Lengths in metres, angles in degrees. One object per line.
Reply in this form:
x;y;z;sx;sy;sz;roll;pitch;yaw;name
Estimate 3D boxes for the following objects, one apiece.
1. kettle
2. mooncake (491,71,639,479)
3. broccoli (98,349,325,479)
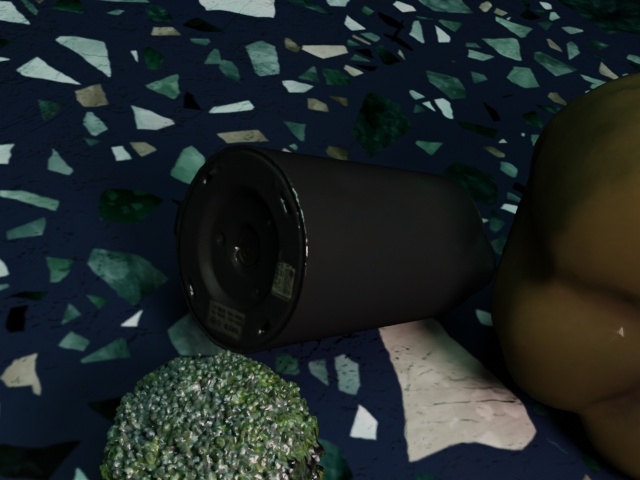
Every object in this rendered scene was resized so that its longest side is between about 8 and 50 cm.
0.004;0.014;0.926;0.308;0.262;0.203;-1;78;-44;kettle
0.423;0.040;0.868;0.467;0.467;0.262;21;37;1;mooncake
-0.093;0.194;0.727;0.198;0.176;0.226;-1;53;3;broccoli
